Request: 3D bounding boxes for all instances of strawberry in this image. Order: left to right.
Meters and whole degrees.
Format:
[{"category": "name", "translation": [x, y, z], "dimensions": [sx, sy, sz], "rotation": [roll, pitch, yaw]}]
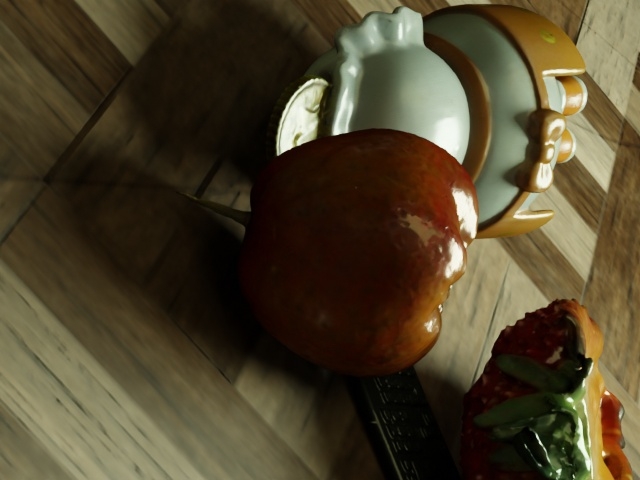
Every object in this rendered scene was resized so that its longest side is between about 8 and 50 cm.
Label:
[{"category": "strawberry", "translation": [0.116, 0.100, 1.042], "dimensions": [0.192, 0.085, 0.140], "rotation": [-87, 159, -48]}]

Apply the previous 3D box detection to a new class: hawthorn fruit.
[{"category": "hawthorn fruit", "translation": [0.015, 0.005, 0.980], "dimensions": [0.125, 0.140, 0.125], "rotation": [-10, 102, -57]}]

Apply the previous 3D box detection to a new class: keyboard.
[{"category": "keyboard", "translation": [0.063, 0.143, 1.008], "dimensions": [0.067, 0.011, 0.202], "rotation": [10, 52, -54]}]

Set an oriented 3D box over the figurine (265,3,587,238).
[{"category": "figurine", "translation": [0.065, -0.063, 1.107], "dimensions": [0.143, 0.143, 0.271], "rotation": [59, 26, 6]}]
